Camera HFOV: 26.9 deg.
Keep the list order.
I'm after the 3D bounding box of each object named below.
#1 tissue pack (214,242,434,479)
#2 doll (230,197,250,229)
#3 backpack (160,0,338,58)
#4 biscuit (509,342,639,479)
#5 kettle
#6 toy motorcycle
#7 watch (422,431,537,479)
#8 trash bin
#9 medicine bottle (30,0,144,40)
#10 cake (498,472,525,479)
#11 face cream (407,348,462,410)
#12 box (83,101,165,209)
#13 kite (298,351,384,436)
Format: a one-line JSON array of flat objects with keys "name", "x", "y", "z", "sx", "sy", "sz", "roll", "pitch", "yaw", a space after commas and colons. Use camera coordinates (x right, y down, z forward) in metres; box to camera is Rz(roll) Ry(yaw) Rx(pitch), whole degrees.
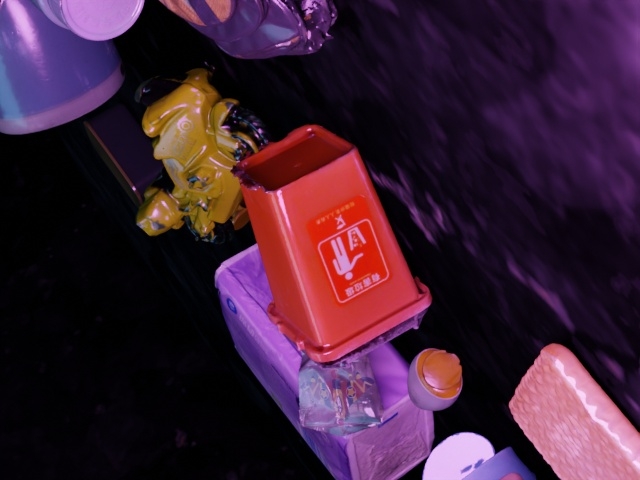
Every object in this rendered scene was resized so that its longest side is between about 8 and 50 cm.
[{"name": "tissue pack", "x": 0.005, "y": 0.174, "z": 1.912, "sx": 0.338, "sy": 0.160, "sz": 0.242, "roll": 50, "pitch": 162, "yaw": 29}, {"name": "doll", "x": -0.173, "y": -0.068, "z": 2.140, "sx": 0.127, "sy": 0.084, "sz": 0.073, "roll": 43, "pitch": 164, "yaw": 19}, {"name": "backpack", "x": -0.091, "y": -0.262, "z": 1.190, "sx": 0.258, "sy": 0.133, "sz": 0.206, "roll": 53, "pitch": 161, "yaw": -20}, {"name": "biscuit", "x": 0.251, "y": 0.189, "z": 1.284, "sx": 0.160, "sy": 0.030, "sz": 0.250, "roll": 52, "pitch": 168, "yaw": 16}, {"name": "kettle", "x": -0.497, "y": -0.401, "z": 2.235, "sx": 0.319, "sy": 0.247, "sz": 0.342, "roll": -94, "pitch": -13, "yaw": -59}, {"name": "toy motorcycle", "x": -0.171, "y": -0.113, "z": 1.805, "sx": 0.206, "sy": 0.142, "sz": 0.342, "roll": 48, "pitch": 151, "yaw": 8}, {"name": "watch", "x": 0.182, "y": 0.337, "z": 1.581, "sx": 0.211, "sy": 0.211, "sz": 0.193, "roll": 52, "pitch": -174, "yaw": 16}, {"name": "trash bin", "x": 0.000, "y": 0.000, "z": 1.493, "sx": 0.184, "sy": 0.161, "sz": 0.239, "roll": 34, "pitch": 149, "yaw": 59}, {"name": "medicine bottle", "x": -0.338, "y": -0.366, "z": 1.830, "sx": 0.225, "sy": 0.139, "sz": 0.139, "roll": 43, "pitch": 163, "yaw": 49}, {"name": "cake", "x": 0.213, "y": 0.428, "z": 1.380, "sx": 0.230, "sy": 0.309, "sz": 0.237, "roll": 50, "pitch": 175, "yaw": -31}, {"name": "face cream", "x": 0.138, "y": 0.174, "z": 1.643, "sx": 0.072, "sy": 0.051, "sz": 0.182, "roll": 54, "pitch": 169, "yaw": 12}, {"name": "box", "x": -0.378, "y": -0.167, "z": 2.671, "sx": 0.201, "sy": 0.090, "sz": 0.144, "roll": 52, "pitch": 168, "yaw": 13}, {"name": "kite", "x": 0.016, "y": 0.131, "z": 1.730, "sx": 0.141, "sy": 0.015, "sz": 0.245, "roll": -9, "pitch": 84, "yaw": 35}]
